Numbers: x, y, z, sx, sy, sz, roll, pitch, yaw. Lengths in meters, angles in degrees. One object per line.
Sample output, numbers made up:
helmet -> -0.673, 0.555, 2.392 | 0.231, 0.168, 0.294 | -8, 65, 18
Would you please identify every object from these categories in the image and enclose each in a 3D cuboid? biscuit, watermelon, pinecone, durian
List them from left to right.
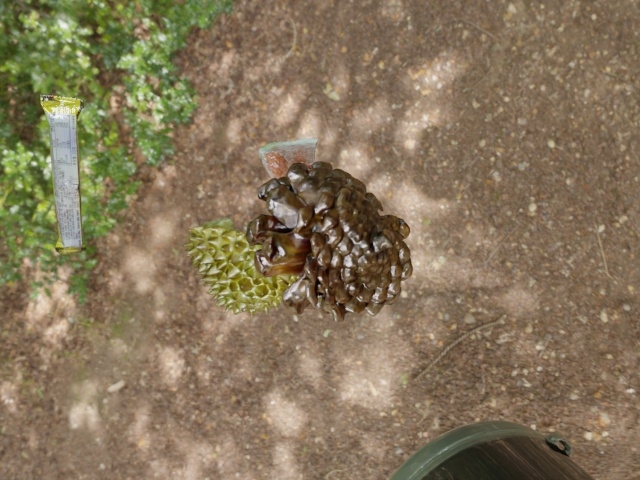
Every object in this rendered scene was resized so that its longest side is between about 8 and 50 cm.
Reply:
biscuit -> -0.353, -0.076, 0.779 | 0.026, 0.048, 0.292 | 66, 148, 35
durian -> -0.158, 0.037, 1.076 | 0.306, 0.166, 0.172 | 6, 115, 34
watermelon -> -0.035, -0.149, 1.182 | 0.121, 0.097, 0.158 | -31, 46, -31
pinecone -> 0.003, -0.002, 0.628 | 0.150, 0.179, 0.195 | -53, 45, 23

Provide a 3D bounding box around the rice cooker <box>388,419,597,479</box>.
rice cooker -> 0.224, 0.406, 0.648 | 0.335, 0.335, 0.325 | -59, 26, 4
